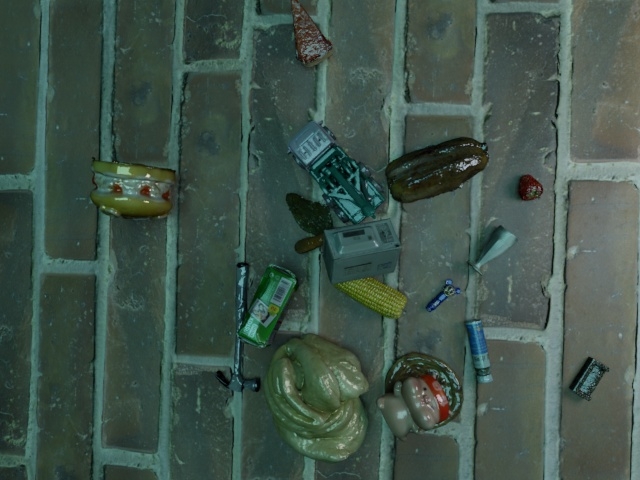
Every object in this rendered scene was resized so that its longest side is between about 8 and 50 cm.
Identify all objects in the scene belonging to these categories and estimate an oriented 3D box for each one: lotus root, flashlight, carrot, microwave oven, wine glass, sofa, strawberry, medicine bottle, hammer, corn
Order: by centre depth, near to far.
[{"bbox_3d":[0.809,0.416,1.525,0.060,0.039,0.118,31,95,6],"label":"sofa"},{"bbox_3d":[0.119,0.029,1.527,0.208,0.162,0.123,-10,55,-10],"label":"microwave oven"},{"bbox_3d":[0.635,-0.161,1.542,0.073,0.073,0.083,-16,52,8],"label":"strawberry"},{"bbox_3d":[0.522,0.030,1.551,0.073,0.073,0.155,45,98,6],"label":"wine glass"},{"bbox_3d":[0.490,0.339,1.565,0.051,0.051,0.191,-12,88,8],"label":"medicine bottle"},{"bbox_3d":[0.365,-0.223,1.569,0.329,0.078,0.167,-22,89,8],"label":"lotus root"},{"bbox_3d":[0.379,0.178,1.587,0.121,0.035,0.057,-43,85,6],"label":"flashlight"},{"bbox_3d":[0.152,0.162,1.592,0.244,0.093,0.093,26,94,7],"label":"corn"},{"bbox_3d":[0.000,0.000,1.612,0.191,0.047,0.047,-19,87,27],"label":"carrot"},{"bbox_3d":[-0.259,0.286,1.679,0.152,0.044,0.427,5,90,9],"label":"hammer"}]

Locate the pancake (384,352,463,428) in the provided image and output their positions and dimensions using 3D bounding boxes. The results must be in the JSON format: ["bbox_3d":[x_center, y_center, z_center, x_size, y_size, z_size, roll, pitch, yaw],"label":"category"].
[{"bbox_3d":[0.320,0.482,1.599,0.249,0.031,0.250,0,91,8],"label":"pancake"}]

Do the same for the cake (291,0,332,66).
[{"bbox_3d":[-0.063,-0.655,1.623,0.116,0.086,0.220,-37,86,4],"label":"cake"}]

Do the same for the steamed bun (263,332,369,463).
[{"bbox_3d":[-0.013,0.483,1.553,0.324,0.230,0.373,2,88,5],"label":"steamed bun"}]

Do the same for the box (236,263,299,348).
[{"bbox_3d":[-0.160,0.209,1.577,0.103,0.180,0.250,25,80,6],"label":"box"}]

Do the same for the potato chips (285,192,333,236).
[{"bbox_3d":[-0.026,-0.079,1.624,0.142,0.026,0.209,-31,97,38],"label":"potato chips"}]

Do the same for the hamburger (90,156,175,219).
[{"bbox_3d":[-0.620,-0.161,1.629,0.302,0.261,0.187,13,96,26],"label":"hamburger"}]

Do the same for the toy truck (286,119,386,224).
[{"bbox_3d":[0.054,-0.205,1.566,0.176,0.178,0.363,-41,82,6],"label":"toy truck"}]

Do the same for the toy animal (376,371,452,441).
[{"bbox_3d":[0.284,0.494,1.511,0.197,0.171,0.171,-32,86,13],"label":"toy animal"}]
